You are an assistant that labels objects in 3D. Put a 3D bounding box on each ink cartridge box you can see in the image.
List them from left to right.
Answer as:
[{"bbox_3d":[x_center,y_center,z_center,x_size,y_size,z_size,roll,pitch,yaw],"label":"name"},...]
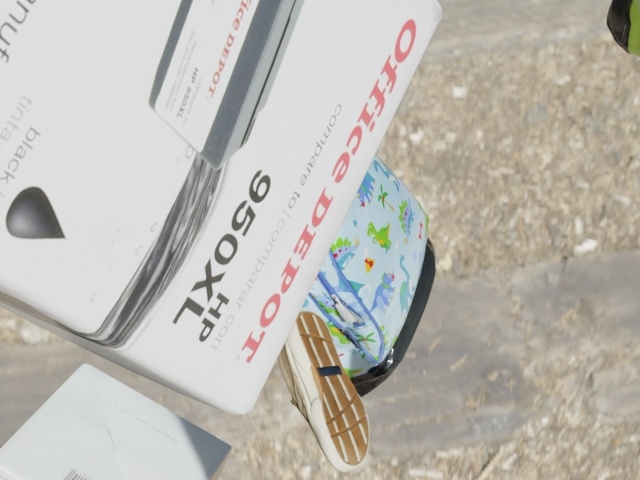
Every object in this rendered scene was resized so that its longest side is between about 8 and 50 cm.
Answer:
[{"bbox_3d":[-0.113,-0.109,0.655,0.166,0.395,0.285,22,79,27],"label":"ink cartridge box"}]

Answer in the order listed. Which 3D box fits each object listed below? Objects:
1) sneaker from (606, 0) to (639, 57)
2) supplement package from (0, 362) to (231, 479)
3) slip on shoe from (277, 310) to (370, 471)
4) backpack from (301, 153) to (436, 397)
[{"bbox_3d":[0.259,-0.188,0.836,0.084,0.234,0.097,-36,65,-26],"label":"sneaker"},{"bbox_3d":[-0.260,0.324,1.498,0.199,0.262,0.198,29,35,8],"label":"supplement package"},{"bbox_3d":[-0.003,0.121,1.040,0.051,0.041,0.135,3,55,-44],"label":"slip on shoe"},{"bbox_3d":[0.000,0.000,1.695,0.273,0.355,0.290,-16,42,47],"label":"backpack"}]
